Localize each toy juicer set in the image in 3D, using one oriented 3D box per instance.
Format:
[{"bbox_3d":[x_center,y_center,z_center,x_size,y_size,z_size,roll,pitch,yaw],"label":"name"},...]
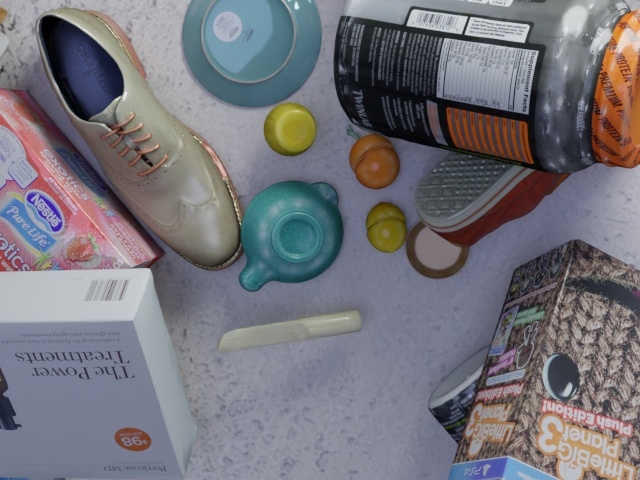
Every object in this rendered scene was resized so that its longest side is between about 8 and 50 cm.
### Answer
[{"bbox_3d":[0.000,0.000,1.270,0.209,0.089,0.329,13,95,-11],"label":"toy juicer set"}]

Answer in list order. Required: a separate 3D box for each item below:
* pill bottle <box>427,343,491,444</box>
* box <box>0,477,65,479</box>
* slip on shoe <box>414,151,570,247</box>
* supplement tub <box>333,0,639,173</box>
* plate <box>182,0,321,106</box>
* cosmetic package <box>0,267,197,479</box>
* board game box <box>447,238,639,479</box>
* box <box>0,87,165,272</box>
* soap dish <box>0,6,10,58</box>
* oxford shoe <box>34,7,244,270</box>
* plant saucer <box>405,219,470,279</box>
[{"bbox_3d":[0.258,0.258,1.225,0.130,0.130,0.246,-40,89,11],"label":"pill bottle"},{"bbox_3d":[-0.502,0.243,1.384,0.322,0.058,0.232,15,98,8],"label":"box"},{"bbox_3d":[0.266,-0.110,1.204,0.331,0.101,0.123,-37,51,1],"label":"slip on shoe"},{"bbox_3d":[0.201,-0.193,1.092,0.338,0.207,0.207,17,100,30],"label":"supplement tub"},{"bbox_3d":[-0.092,-0.268,1.276,0.188,0.024,0.188,1,98,9],"label":"plate"},{"bbox_3d":[-0.367,0.173,1.216,0.377,0.097,0.284,-2,131,9],"label":"cosmetic package"},{"bbox_3d":[0.312,0.187,1.115,0.232,0.141,0.291,25,68,-9],"label":"board game box"},{"bbox_3d":[-0.369,-0.041,1.286,0.154,0.142,0.300,-41,89,12],"label":"box"},{"bbox_3d":[-0.521,-0.201,1.219,0.229,0.291,0.118,-32,115,12],"label":"soap dish"},{"bbox_3d":[-0.241,-0.122,1.253,0.140,0.146,0.397,-38,90,9],"label":"oxford shoe"},{"bbox_3d":[0.152,0.009,1.272,0.083,0.015,0.083,1,96,10],"label":"plant saucer"}]
